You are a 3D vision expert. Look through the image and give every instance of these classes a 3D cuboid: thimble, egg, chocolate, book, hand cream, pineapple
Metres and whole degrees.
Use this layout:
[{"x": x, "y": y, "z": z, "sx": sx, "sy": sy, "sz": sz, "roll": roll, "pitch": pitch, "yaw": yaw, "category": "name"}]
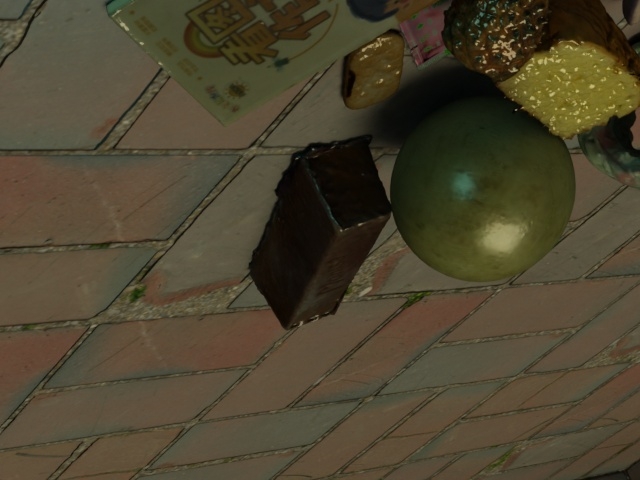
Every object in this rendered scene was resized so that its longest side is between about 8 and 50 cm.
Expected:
[{"x": 0.442, "y": -0.162, "z": 1.985, "sx": 0.149, "sy": 0.185, "sz": 0.211, "roll": 13, "pitch": 109, "yaw": -58, "category": "thimble"}, {"x": 0.200, "y": -0.069, "z": 1.880, "sx": 0.218, "sy": 0.218, "sz": 0.295, "roll": -33, "pitch": -175, "yaw": 22, "category": "egg"}, {"x": 0.000, "y": 0.000, "z": 1.988, "sx": 0.112, "sy": 0.112, "sz": 0.321, "roll": -16, "pitch": 156, "yaw": -24, "category": "chocolate"}, {"x": -0.026, "y": -0.237, "z": 1.482, "sx": 0.295, "sy": 0.020, "sz": 0.208, "roll": -30, "pitch": 140, "yaw": 15, "category": "book"}, {"x": 0.122, "y": -0.249, "z": 1.653, "sx": 0.079, "sy": 0.050, "sz": 0.275, "roll": -1, "pitch": 167, "yaw": 12, "category": "hand cream"}, {"x": 0.201, "y": -0.262, "z": 1.573, "sx": 0.108, "sy": 0.108, "sz": 0.197, "roll": 0, "pitch": 129, "yaw": -44, "category": "pineapple"}]

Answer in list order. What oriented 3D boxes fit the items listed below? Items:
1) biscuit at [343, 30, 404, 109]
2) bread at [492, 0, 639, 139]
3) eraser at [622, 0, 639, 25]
[{"x": 0.059, "y": -0.189, "z": 1.747, "sx": 0.071, "sy": 0.018, "sz": 0.147, "roll": -22, "pitch": 156, "yaw": -11, "category": "biscuit"}, {"x": 0.264, "y": -0.210, "z": 1.742, "sx": 0.143, "sy": 0.139, "sz": 0.229, "roll": -32, "pitch": 152, "yaw": 19, "category": "bread"}, {"x": 0.420, "y": -0.339, "z": 1.712, "sx": 0.204, "sy": 0.059, "sz": 0.243, "roll": -26, "pitch": 161, "yaw": 6, "category": "eraser"}]
